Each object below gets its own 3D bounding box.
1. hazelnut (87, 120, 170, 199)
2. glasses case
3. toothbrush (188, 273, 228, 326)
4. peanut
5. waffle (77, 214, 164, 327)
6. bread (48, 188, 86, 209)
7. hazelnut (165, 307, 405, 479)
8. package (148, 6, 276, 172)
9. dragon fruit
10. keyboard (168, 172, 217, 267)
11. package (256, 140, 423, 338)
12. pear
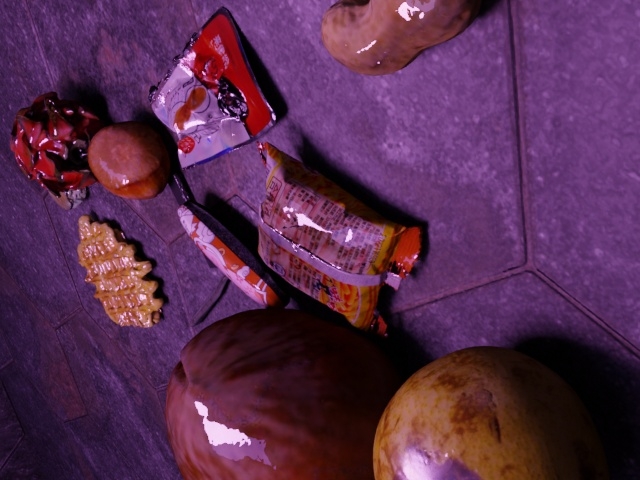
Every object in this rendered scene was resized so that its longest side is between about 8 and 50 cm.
[{"bbox_3d":[-0.345,-0.140,1.414,0.150,0.150,0.150,30,136,34],"label":"hazelnut"},{"bbox_3d":[-0.151,0.025,1.337,0.266,0.067,0.103,40,168,28],"label":"glasses case"},{"bbox_3d":[-0.207,0.112,1.523,0.030,0.030,0.297,46,143,1],"label":"toothbrush"},{"bbox_3d":[0.082,-0.245,0.860,0.229,0.098,0.103,-16,61,53],"label":"peanut"},{"bbox_3d":[-0.461,0.091,1.788,0.312,0.060,0.307,32,137,35],"label":"waffle"},{"bbox_3d":[-0.608,-0.178,1.760,0.232,0.064,0.172,42,141,19],"label":"bread"},{"bbox_3d":[-0.055,0.273,1.194,0.409,0.359,0.359,17,128,36],"label":"hazelnut"},{"bbox_3d":[-0.177,-0.217,1.224,0.269,0.071,0.194,-31,93,42],"label":"package"},{"bbox_3d":[-0.501,-0.184,1.524,0.274,0.193,0.192,24,104,38],"label":"dragon fruit"},{"bbox_3d":[-0.236,-0.036,1.462,0.060,0.018,0.195,-7,110,60],"label":"keyboard"},{"bbox_3d":[0.000,0.005,1.132,0.288,0.108,0.223,36,141,24],"label":"package"},{"bbox_3d":[0.203,0.270,0.937,0.283,0.283,0.283,30,136,34],"label":"pear"}]
